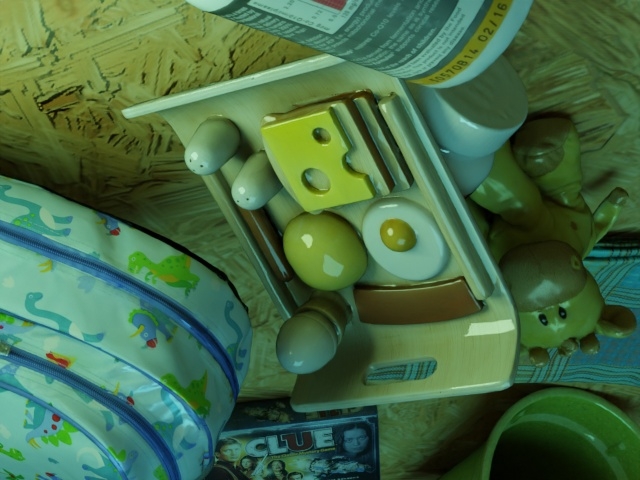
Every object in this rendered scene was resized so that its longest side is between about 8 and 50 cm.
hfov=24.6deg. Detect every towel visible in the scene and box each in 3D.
[{"bbox_3d":[0.239,0.081,1.542,0.370,0.040,0.271,1,145,-12],"label":"towel"}]

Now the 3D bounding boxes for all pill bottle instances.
[{"bbox_3d":[-0.005,-0.209,0.947,0.278,0.162,0.162,15,140,-31],"label":"pill bottle"},{"bbox_3d":[0.067,-0.066,1.212,0.121,0.121,0.221,12,142,-27],"label":"pill bottle"}]

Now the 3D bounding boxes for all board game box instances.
[{"bbox_3d":[-0.053,0.252,1.704,0.243,0.042,0.165,-6,133,-2],"label":"board game box"}]

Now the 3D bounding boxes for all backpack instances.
[{"bbox_3d":[-0.234,0.077,1.182,0.355,0.273,0.290,9,144,-4],"label":"backpack"}]

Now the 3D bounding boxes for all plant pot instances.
[{"bbox_3d":[0.241,0.345,1.769,0.276,0.276,0.254,11,153,-25],"label":"plant pot"}]

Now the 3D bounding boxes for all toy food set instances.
[{"bbox_3d":[0.000,0.000,1.152,0.219,0.092,0.306,-11,119,36],"label":"toy food set"}]

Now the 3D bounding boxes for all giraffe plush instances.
[{"bbox_3d":[0.188,0.021,1.300,0.181,0.170,0.210,-32,132,29],"label":"giraffe plush"}]

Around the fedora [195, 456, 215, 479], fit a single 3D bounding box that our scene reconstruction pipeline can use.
[{"bbox_3d":[-0.233,0.190,1.531,0.243,0.124,0.275,0,154,-7],"label":"fedora"}]
